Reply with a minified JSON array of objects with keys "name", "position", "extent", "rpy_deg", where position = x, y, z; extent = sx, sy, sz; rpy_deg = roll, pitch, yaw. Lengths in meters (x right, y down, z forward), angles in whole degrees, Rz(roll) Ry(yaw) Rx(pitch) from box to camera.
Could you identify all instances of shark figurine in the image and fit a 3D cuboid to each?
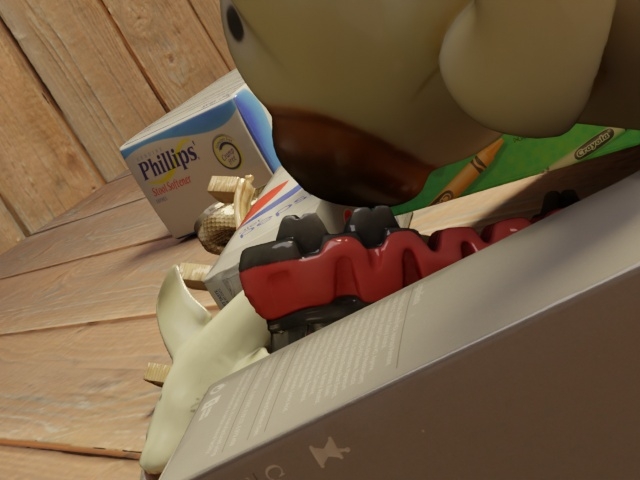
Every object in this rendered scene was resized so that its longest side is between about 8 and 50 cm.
[{"name":"shark figurine","position":[0.005,0.058,0.753],"extent":[0.278,0.116,0.166],"rpy_deg":[-35,44,20]}]

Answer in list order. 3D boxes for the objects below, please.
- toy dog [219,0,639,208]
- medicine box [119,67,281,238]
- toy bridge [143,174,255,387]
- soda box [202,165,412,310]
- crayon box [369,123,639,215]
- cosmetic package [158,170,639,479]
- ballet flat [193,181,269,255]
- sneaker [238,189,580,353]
[{"name":"toy dog","position":[0.132,-0.161,0.585],"extent":[0.408,0.284,0.395],"rpy_deg":[-6,-14,29]},{"name":"medicine box","position":[-0.064,-0.154,1.597],"extent":[0.263,0.149,0.289],"rpy_deg":[-16,20,50]},{"name":"toy bridge","position":[-0.084,0.031,0.995],"extent":[0.063,0.026,0.188],"rpy_deg":[5,68,33]},{"name":"soda box","position":[0.000,0.000,0.971],"extent":[0.091,0.098,0.286],"rpy_deg":[-27,14,18]},{"name":"crayon box","position":[0.131,-0.104,0.884],"extent":[0.278,0.081,0.165],"rpy_deg":[-16,18,-14]},{"name":"cosmetic package","position":[0.075,0.073,0.448],"extent":[0.238,0.127,0.107],"rpy_deg":[-29,12,19]},{"name":"ballet flat","position":[-0.022,-0.053,1.346],"extent":[0.250,0.058,0.084],"rpy_deg":[-31,-24,-22]},{"name":"sneaker","position":[0.105,0.043,0.566],"extent":[0.276,0.135,0.097],"rpy_deg":[-7,-2,2]}]
